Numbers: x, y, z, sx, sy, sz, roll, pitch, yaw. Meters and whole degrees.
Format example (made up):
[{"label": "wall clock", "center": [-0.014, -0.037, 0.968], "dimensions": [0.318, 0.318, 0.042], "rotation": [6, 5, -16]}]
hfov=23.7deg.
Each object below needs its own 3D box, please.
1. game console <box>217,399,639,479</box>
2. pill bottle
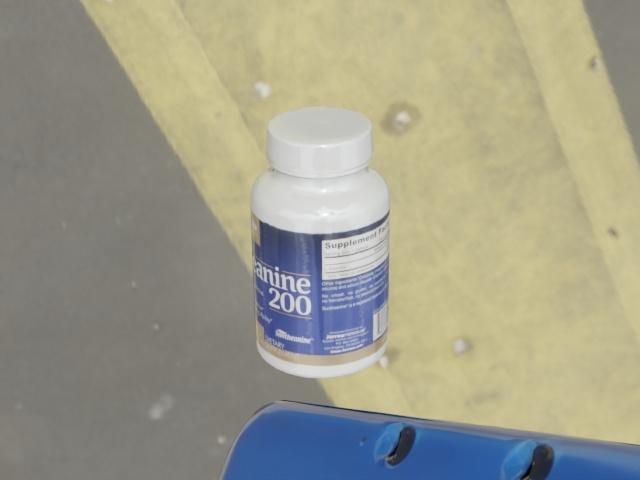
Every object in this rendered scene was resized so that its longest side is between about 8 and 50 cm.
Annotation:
[{"label": "game console", "center": [0.051, 0.198, 0.407], "dimensions": [0.173, 0.293, 0.250], "rotation": [-40, 105, -22]}, {"label": "pill bottle", "center": [0.000, 0.000, 0.735], "dimensions": [0.067, 0.067, 0.120], "rotation": [-8, 117, -14]}]
